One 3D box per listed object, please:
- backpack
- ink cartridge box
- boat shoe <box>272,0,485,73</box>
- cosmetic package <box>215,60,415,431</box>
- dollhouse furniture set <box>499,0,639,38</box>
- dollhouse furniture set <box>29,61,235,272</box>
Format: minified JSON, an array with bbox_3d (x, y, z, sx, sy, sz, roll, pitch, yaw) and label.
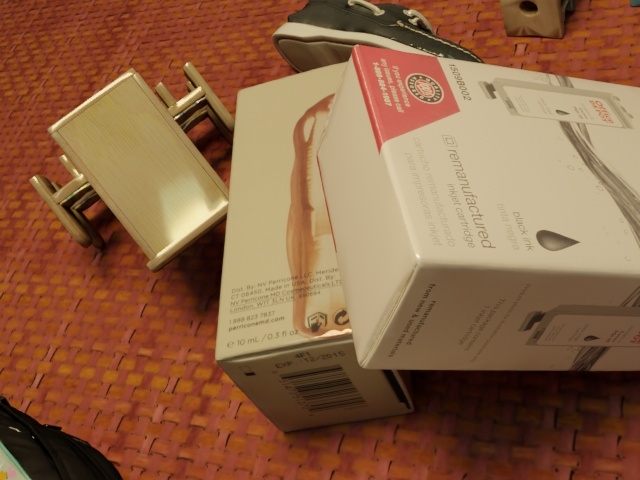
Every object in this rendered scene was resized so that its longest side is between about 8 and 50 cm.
[{"bbox_3d":[-0.225,0.231,0.596,0.188,0.166,0.144,17,65,37],"label":"backpack"},{"bbox_3d":[0.156,-0.021,0.543,0.283,0.117,0.207,3,49,-17],"label":"ink cartridge box"},{"bbox_3d":[0.070,-0.222,0.832,0.302,0.114,0.091,27,76,37],"label":"boat shoe"},{"bbox_3d":[0.000,0.000,0.675,0.129,0.153,0.296,-12,53,14],"label":"cosmetic package"},{"bbox_3d":[0.292,-0.301,0.775,0.183,0.129,0.129,14,63,33],"label":"dollhouse furniture set"},{"bbox_3d":[-0.175,-0.064,0.801,0.212,0.242,0.161,-38,94,-6],"label":"dollhouse furniture set"}]
